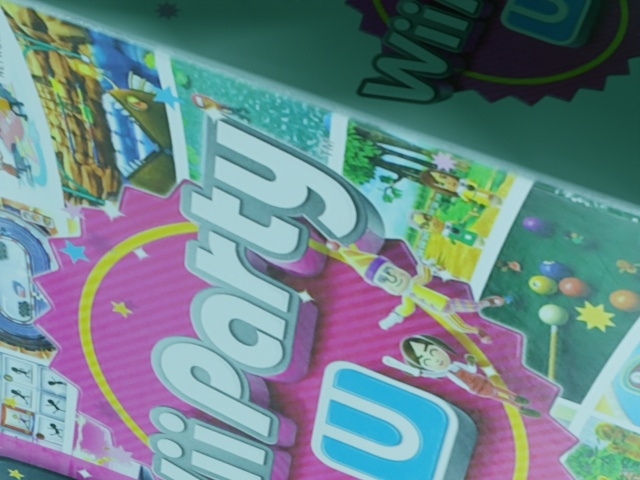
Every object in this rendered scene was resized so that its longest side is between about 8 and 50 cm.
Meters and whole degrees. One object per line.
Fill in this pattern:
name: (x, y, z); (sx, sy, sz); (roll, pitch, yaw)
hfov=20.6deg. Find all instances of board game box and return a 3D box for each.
board game box: (0.039, 0.029, 0.416); (0.303, 0.097, 0.224); (20, 140, 9)
